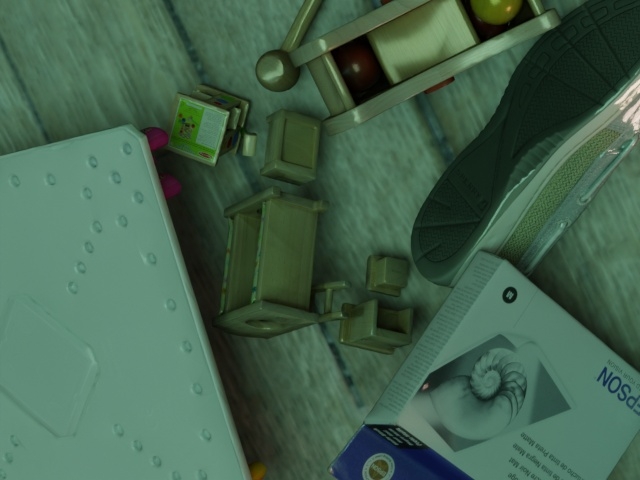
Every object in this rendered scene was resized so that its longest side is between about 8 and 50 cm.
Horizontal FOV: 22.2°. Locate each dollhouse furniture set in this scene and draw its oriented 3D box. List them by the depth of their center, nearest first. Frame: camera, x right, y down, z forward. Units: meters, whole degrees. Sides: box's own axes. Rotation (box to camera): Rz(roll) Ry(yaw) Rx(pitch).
[{"bbox_3d":[0.000,0.000,1.465,0.101,0.161,0.182,-22,58,56],"label":"dollhouse furniture set"}]

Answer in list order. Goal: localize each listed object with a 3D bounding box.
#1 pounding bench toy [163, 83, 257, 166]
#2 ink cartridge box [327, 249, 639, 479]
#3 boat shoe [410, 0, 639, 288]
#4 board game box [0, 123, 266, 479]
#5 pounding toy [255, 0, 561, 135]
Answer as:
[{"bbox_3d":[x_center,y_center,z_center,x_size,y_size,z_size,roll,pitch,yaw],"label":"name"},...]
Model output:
[{"bbox_3d":[-0.086,-0.099,1.450,0.083,0.065,0.052,21,109,12],"label":"pounding bench toy"},{"bbox_3d":[0.151,0.158,1.356,0.223,0.045,0.224,37,85,-29],"label":"ink cartridge box"},{"bbox_3d":[0.206,-0.079,1.357,0.103,0.118,0.320,24,112,-36],"label":"boat shoe"},{"bbox_3d":[-0.241,0.109,1.501,0.390,0.050,0.390,-10,101,36],"label":"board game box"},{"bbox_3d":[0.048,-0.187,1.343,0.269,0.154,0.155,-24,96,20],"label":"pounding toy"}]
